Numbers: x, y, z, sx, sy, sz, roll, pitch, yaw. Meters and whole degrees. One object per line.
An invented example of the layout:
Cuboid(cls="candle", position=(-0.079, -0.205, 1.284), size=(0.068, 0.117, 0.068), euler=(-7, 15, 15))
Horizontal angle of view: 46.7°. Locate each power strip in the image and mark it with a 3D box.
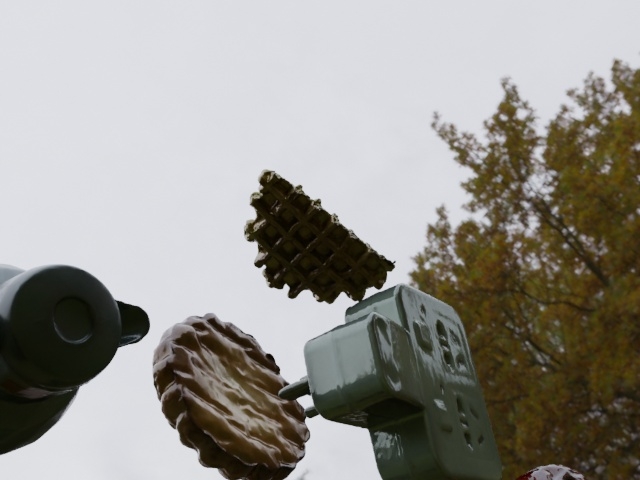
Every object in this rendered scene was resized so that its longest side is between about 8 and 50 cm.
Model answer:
Cuboid(cls="power strip", position=(0.078, 0.173, 0.845), size=(0.141, 0.229, 0.261), euler=(-29, -34, 28))

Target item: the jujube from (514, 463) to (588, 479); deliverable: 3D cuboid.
Cuboid(cls="jujube", position=(0.174, 0.239, 0.613), size=(0.077, 0.077, 0.129), euler=(4, -47, -30))

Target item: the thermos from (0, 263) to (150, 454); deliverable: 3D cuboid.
Cuboid(cls="thermos", position=(-0.267, 0.089, 0.533), size=(0.287, 0.144, 0.182), euler=(-24, -17, 39))

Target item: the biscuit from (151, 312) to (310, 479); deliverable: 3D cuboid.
Cuboid(cls="biscuit", position=(-0.159, 0.275, 1.271), size=(0.326, 0.325, 0.107), euler=(31, -66, -37))

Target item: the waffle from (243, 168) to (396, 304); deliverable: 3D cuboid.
Cuboid(cls="waffle", position=(0.000, 0.000, 0.912), size=(0.192, 0.046, 0.160), euler=(7, -72, -2))
